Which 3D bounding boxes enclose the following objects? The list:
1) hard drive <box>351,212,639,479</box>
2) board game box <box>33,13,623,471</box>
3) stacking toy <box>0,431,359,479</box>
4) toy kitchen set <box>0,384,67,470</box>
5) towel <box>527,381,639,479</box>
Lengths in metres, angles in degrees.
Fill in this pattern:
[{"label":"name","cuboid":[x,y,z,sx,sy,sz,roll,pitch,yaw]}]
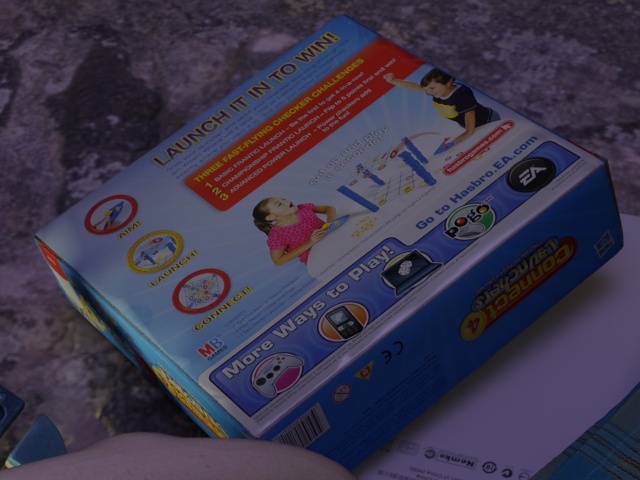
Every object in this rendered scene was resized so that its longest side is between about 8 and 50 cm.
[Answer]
[{"label":"hard drive","cuboid":[0.102,0.108,1.168,0.233,0.047,0.353,11,51,18]},{"label":"board game box","cuboid":[0.000,0.000,1.197,0.308,0.086,0.302,-37,43,-16]},{"label":"stacking toy","cuboid":[-0.084,0.368,0.844,0.350,0.351,0.480,-14,67,-6]},{"label":"toy kitchen set","cuboid":[-0.278,0.137,1.082,0.207,0.122,0.166,36,56,-3]},{"label":"towel","cuboid":[0.312,0.216,1.002,0.370,0.040,0.271,35,48,26]}]
